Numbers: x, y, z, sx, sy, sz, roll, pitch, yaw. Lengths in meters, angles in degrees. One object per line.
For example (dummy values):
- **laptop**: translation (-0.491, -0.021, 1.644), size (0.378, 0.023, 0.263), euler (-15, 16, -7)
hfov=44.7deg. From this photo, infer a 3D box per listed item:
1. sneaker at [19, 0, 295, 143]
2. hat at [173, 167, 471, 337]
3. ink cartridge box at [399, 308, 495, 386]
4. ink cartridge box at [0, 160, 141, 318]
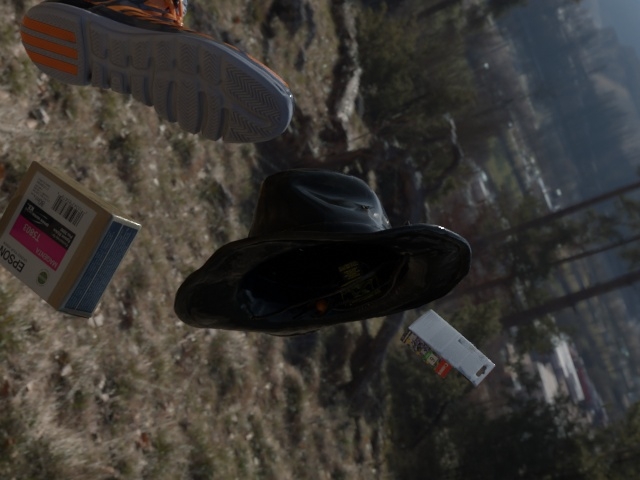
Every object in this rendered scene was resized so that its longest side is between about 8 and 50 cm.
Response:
- **sneaker**: translation (-0.162, -0.234, 0.902), size (0.321, 0.124, 0.180), euler (23, 43, 2)
- **hat**: translation (0.000, 0.000, 0.841), size (0.331, 0.331, 0.134), euler (26, 48, -57)
- **ink cartridge box**: translation (0.168, 0.148, 1.026), size (0.115, 0.029, 0.063), euler (42, 40, 17)
- **ink cartridge box**: translation (-0.457, -0.004, 1.372), size (0.234, 0.193, 0.088), euler (30, 1, 28)
